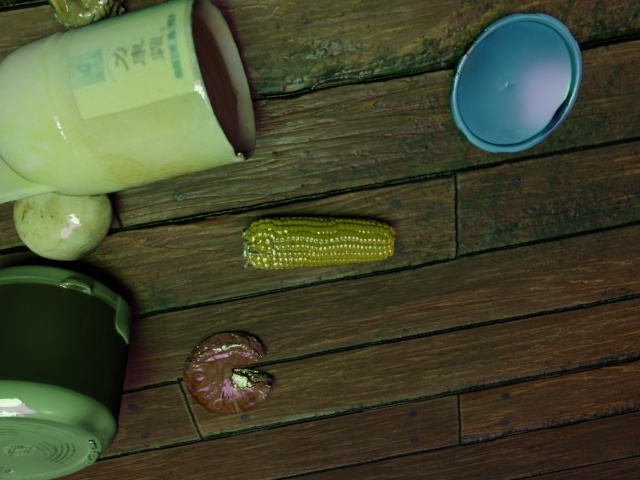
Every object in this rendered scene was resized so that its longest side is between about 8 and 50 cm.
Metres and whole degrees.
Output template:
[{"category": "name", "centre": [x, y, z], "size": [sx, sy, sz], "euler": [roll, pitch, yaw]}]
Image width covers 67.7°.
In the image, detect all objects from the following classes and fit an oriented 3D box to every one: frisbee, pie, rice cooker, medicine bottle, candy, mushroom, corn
[{"category": "frisbee", "centre": [0.347, -0.279, 0.859], "size": [0.241, 0.045, 0.242], "euler": [-3, 118, -5]}, {"category": "pie", "centre": [-0.206, 0.310, 1.089], "size": [0.204, 0.054, 0.219], "euler": [-24, 117, 5]}, {"category": "rice cooker", "centre": [-0.519, 0.230, 0.864], "size": [0.334, 0.325, 0.335], "euler": [-8, 137, -7]}, {"category": "medicine bottle", "centre": [-0.323, -0.191, 0.712], "size": [0.405, 0.236, 0.236], "euler": [-11, 118, 9]}, {"category": "candy", "centre": [-0.343, -0.353, 0.704], "size": [0.095, 0.110, 0.085], "euler": [-28, 99, -4]}, {"category": "mushroom", "centre": [-0.450, -0.048, 0.842], "size": [0.166, 0.127, 0.167], "euler": [0, 95, 0]}, {"category": "corn", "centre": [0.000, 0.000, 0.930], "size": [0.304, 0.106, 0.106], "euler": [-4, 117, -10]}]
